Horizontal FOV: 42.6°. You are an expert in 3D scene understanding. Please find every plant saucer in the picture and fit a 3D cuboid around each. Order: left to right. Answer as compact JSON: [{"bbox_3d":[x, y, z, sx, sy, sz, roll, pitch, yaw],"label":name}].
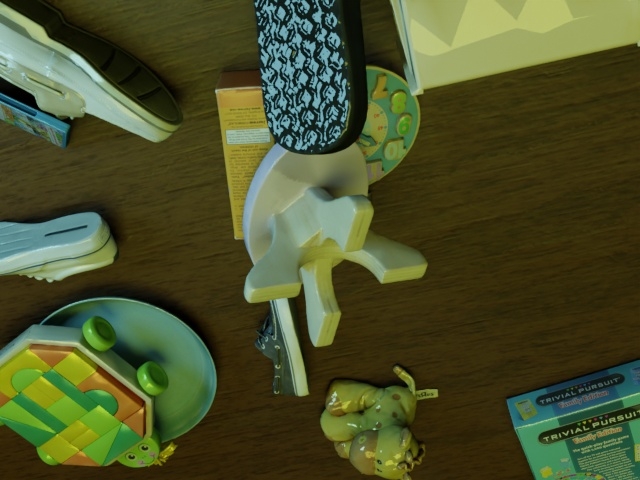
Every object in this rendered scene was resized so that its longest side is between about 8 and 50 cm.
[{"bbox_3d":[-0.331,0.216,1.378,0.318,0.043,0.317,0,121,-1],"label":"plant saucer"}]

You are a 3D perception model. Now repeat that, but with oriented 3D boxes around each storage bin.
[{"bbox_3d":[0.210,-0.292,0.953,0.262,0.260,0.123,-12,119,6],"label":"storage bin"}]

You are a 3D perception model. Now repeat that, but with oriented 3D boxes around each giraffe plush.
[{"bbox_3d":[0.106,0.334,1.376,0.210,0.170,0.181,-22,118,12],"label":"giraffe plush"}]

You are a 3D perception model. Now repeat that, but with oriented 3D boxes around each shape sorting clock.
[{"bbox_3d":[0.041,-0.147,1.127,0.206,0.040,0.206,-13,138,-12],"label":"shape sorting clock"}]

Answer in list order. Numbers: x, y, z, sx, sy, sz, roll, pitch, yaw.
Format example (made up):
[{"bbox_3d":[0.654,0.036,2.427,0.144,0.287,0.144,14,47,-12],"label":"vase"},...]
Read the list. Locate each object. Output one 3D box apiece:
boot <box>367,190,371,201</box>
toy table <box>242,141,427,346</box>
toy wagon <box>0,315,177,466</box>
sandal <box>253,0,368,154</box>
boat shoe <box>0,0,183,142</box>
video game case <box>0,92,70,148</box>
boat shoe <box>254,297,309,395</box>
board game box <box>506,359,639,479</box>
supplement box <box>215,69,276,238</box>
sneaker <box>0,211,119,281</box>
[{"bbox_3d":[0.016,-0.051,1.227,0.119,0.042,0.087,14,113,-10],"label":"boot"},{"bbox_3d":[0.000,0.000,1.099,0.252,0.161,0.274,-15,137,-14],"label":"toy table"},{"bbox_3d":[-0.376,0.279,1.351,0.267,0.068,0.344,-35,115,19],"label":"toy wagon"},{"bbox_3d":[-0.004,-0.328,0.993,0.168,0.107,0.445,7,102,29],"label":"sandal"},{"bbox_3d":[-0.327,-0.217,1.088,0.302,0.113,0.103,35,116,-8],"label":"boat shoe"},{"bbox_3d":[-0.420,-0.176,1.110,0.166,0.119,0.015,26,78,-15],"label":"video game case"},{"bbox_3d":[-0.069,0.166,1.335,0.076,0.080,0.228,-8,128,2],"label":"boat shoe"},{"bbox_3d":[0.505,0.388,1.465,0.254,0.079,0.336,-19,119,11],"label":"board game box"},{"bbox_3d":[-0.096,-0.117,1.161,0.080,0.078,0.233,-4,120,2],"label":"supplement box"},{"bbox_3d":[-0.430,0.027,1.237,0.258,0.094,0.091,-6,137,12],"label":"sneaker"}]
